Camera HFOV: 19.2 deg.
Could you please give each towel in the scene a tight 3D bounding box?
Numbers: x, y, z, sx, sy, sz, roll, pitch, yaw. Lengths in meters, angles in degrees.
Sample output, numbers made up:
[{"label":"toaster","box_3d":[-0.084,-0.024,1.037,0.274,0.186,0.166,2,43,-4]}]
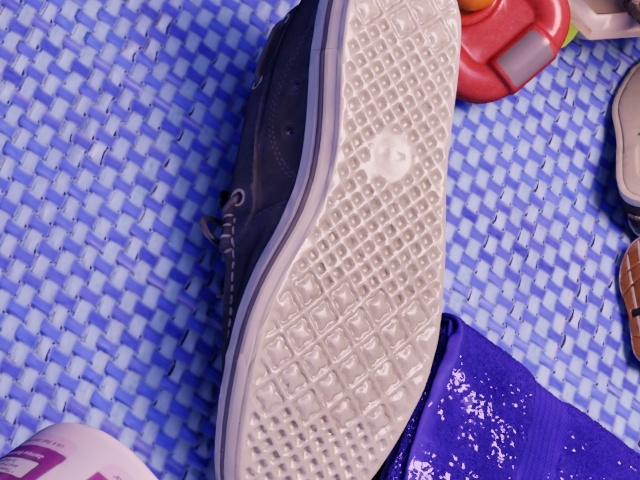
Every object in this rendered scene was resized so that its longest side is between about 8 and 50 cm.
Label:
[{"label":"towel","box_3d":[0.188,0.225,1.642,0.308,0.076,0.228,37,54,-19]}]

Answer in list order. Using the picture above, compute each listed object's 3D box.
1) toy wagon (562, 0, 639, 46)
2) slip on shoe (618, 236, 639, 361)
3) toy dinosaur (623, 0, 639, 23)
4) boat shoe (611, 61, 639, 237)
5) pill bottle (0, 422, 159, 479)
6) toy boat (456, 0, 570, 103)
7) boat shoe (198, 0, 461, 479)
[{"label":"toy wagon","box_3d":[0.285,-0.311,1.906,0.267,0.068,0.344,42,87,-16]},{"label":"slip on shoe","box_3d":[0.324,0.062,1.845,0.041,0.051,0.135,34,45,-50]},{"label":"toy dinosaur","box_3d":[0.371,-0.255,1.839,0.313,0.121,0.160,1,44,13]},{"label":"boat shoe","box_3d":[0.342,-0.101,1.928,0.079,0.084,0.233,65,30,-43]},{"label":"pill bottle","box_3d":[-0.240,0.269,1.293,0.301,0.169,0.169,-36,90,-39]},{"label":"toy boat","box_3d":[0.133,-0.243,1.773,0.151,0.151,0.231,-41,94,-2]},{"label":"boat shoe","box_3d":[0.000,0.000,1.596,0.186,0.156,0.500,18,74,-32]}]
